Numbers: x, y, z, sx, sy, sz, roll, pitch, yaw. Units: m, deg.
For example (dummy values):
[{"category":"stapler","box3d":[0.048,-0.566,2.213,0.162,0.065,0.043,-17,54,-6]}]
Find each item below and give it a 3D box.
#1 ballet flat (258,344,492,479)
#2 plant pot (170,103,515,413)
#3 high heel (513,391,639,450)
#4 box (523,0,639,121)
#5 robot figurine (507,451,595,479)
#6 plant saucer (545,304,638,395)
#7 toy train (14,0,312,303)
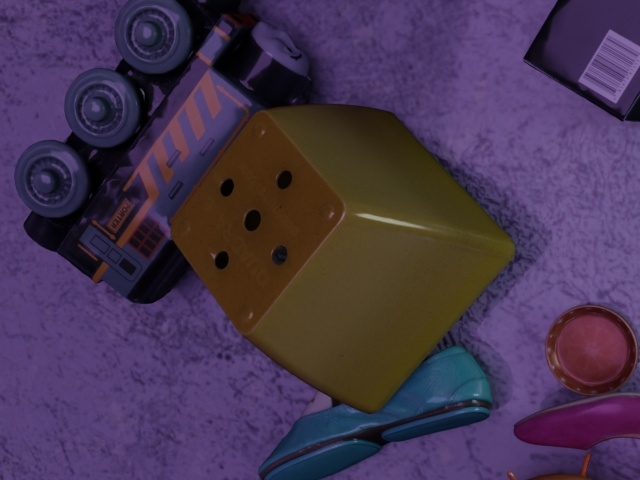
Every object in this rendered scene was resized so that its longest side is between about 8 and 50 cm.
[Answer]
[{"category":"ballet flat","box3d":[0.046,0.162,1.203,0.247,0.083,0.087,-24,61,22]},{"category":"plant pot","box3d":[0.000,0.000,1.107,0.212,0.187,0.212,-51,54,16]},{"category":"high heel","box3d":[0.295,0.186,1.090,0.244,0.082,0.117,-8,80,6]},{"category":"box","box3d":[0.288,-0.229,1.012,0.103,0.184,0.261,35,105,19]},{"category":"robot figurine","box3d":[0.215,0.303,1.108,0.158,0.128,0.219,-7,91,22]},{"category":"plant saucer","box3d":[0.246,0.099,1.143,0.084,0.013,0.083,2,94,23]},{"category":"toy train","box3d":[-0.153,-0.098,1.233,0.190,0.142,0.334,39,105,3]}]
